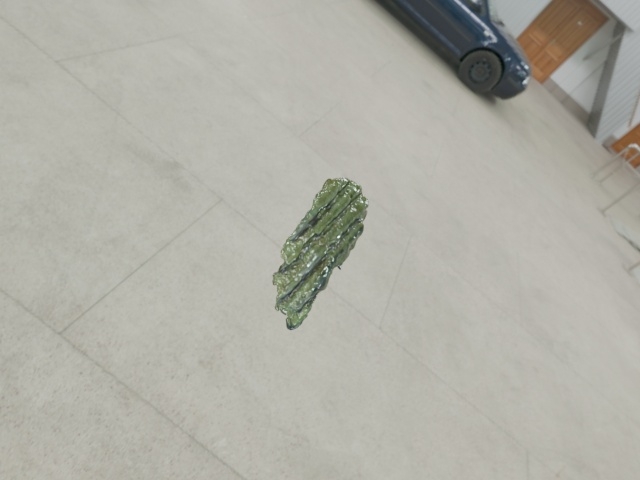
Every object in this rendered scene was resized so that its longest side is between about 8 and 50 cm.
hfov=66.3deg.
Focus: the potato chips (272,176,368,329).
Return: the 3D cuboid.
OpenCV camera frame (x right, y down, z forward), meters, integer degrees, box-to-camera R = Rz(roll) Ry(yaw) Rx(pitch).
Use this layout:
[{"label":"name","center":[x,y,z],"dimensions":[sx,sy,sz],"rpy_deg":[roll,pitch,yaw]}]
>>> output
[{"label":"potato chips","center":[0.000,0.000,0.550],"dimensions":[0.207,0.028,0.091],"rpy_deg":[-52,124,-35]}]
